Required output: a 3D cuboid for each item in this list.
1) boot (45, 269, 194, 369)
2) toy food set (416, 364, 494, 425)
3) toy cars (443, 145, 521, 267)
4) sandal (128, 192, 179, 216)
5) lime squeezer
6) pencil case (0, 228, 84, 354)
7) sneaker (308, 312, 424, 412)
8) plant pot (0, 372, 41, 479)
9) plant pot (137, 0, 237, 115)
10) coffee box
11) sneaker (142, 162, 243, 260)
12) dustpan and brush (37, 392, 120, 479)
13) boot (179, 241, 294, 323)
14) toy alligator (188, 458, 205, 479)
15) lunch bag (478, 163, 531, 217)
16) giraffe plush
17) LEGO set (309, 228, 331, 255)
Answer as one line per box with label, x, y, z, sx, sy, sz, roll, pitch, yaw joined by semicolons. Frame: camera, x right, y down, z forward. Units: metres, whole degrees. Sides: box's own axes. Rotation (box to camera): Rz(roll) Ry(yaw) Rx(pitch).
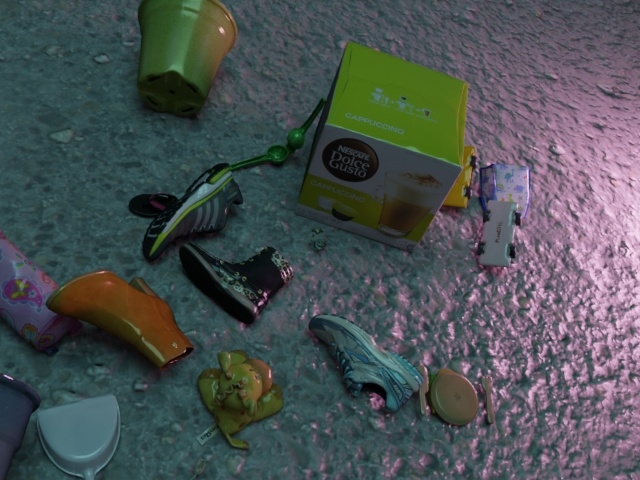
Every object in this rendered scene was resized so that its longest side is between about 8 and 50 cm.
boot;-0.375;0.166;1.349;0.211;0.104;0.295;48;15;17
toy food set;0.300;0.355;1.552;0.192;0.038;0.132;12;58;-16
toy cars;0.436;-0.090;1.899;0.176;0.087;0.393;-32;65;3
sandal;-0.372;-0.089;1.662;0.179;0.040;0.067;5;54;-15
lime squeezer;-0.098;-0.267;1.824;0.310;0.110;0.059;-34;50;9
pencil case;-0.613;0.097;1.394;0.284;0.124;0.124;39;52;12
sneaker;0.080;0.266;1.499;0.283;0.110;0.122;31;69;17
plant pot;-0.637;0.386;1.043;0.341;0.341;0.334;7;60;-13
plant pot;-0.381;-0.490;1.850;0.276;0.276;0.253;11;62;-10
coffee box;0.156;-0.240;1.763;0.338;0.334;0.338;18;50;-5
sneaker;-0.291;-0.051;1.615;0.300;0.111;0.121;-47;114;-23
dustpan and brush;-0.432;0.400;1.263;0.147;0.060;0.211;-9;50;-22
boot;-0.191;0.062;1.580;0.236;0.085;0.178;42;50;7
toy alligator;-0.275;0.481;1.251;0.051;0.056;0.189;-3;41;32
lunch bag;0.530;-0.138;1.969;0.129;0.096;0.151;0;83;-18
giraffe plush;-0.160;0.292;1.353;0.181;0.170;0.210;30;50;6
LEGO set;-0.003;-0.001;1.728;0.054;0.023;0.083;-11;58;-25
